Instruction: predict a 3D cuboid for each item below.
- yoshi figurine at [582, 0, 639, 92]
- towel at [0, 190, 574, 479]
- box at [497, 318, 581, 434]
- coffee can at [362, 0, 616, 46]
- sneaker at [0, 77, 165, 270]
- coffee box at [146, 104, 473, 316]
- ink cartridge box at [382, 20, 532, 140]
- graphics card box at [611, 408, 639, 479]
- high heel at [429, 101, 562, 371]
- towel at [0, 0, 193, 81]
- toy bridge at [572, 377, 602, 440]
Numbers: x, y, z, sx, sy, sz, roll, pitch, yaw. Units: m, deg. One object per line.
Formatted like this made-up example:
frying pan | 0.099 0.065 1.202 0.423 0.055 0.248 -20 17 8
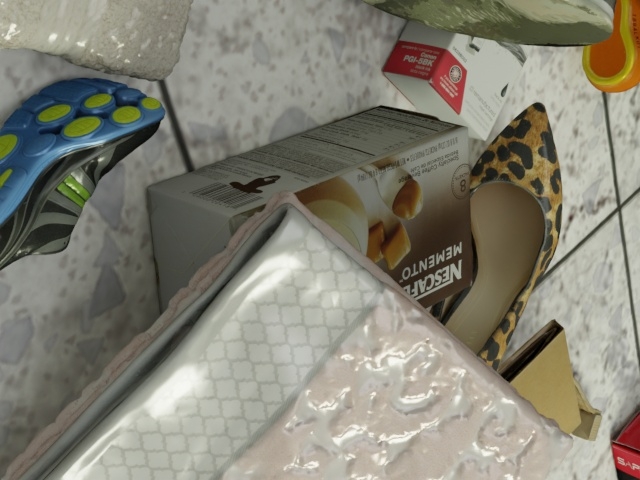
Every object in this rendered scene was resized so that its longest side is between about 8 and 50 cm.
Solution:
yoshi figurine | 0.419 -0.170 1.358 0.362 0.203 0.203 3 116 -50
towel | -0.027 0.176 0.936 0.332 0.053 0.317 -47 117 3
box | 0.175 0.178 1.260 0.164 0.021 0.201 -42 146 -13
coffee can | 0.140 -0.300 0.976 0.201 0.201 0.275 15 88 -48
sneaker | -0.175 -0.038 0.857 0.188 0.067 0.078 -45 152 -30
coffee box | 0.000 0.000 1.018 0.246 0.098 0.141 -22 119 -40
ink cartridge box | 0.124 -0.168 1.127 0.099 0.056 0.135 38 75 -45
graphics card box | 0.470 0.320 1.632 0.233 0.094 0.371 -39 129 -32
high heel | 0.145 0.014 1.134 0.186 0.093 0.261 -32 139 -74
towel | -0.134 -0.246 0.833 0.187 0.049 0.282 6 99 -47
toy bridge | 0.237 0.165 1.380 0.188 0.026 0.063 17 90 -48
